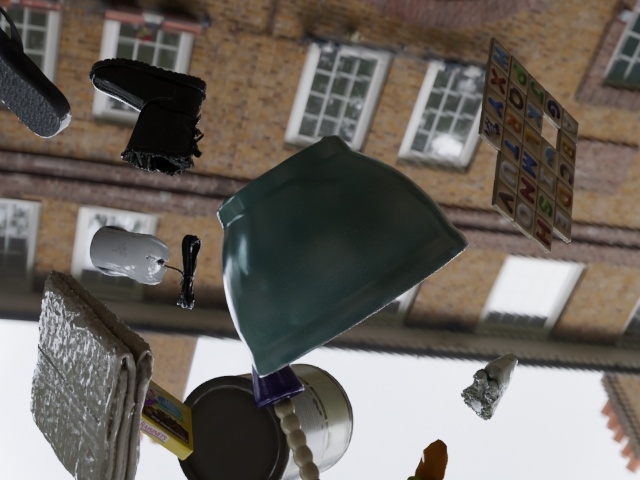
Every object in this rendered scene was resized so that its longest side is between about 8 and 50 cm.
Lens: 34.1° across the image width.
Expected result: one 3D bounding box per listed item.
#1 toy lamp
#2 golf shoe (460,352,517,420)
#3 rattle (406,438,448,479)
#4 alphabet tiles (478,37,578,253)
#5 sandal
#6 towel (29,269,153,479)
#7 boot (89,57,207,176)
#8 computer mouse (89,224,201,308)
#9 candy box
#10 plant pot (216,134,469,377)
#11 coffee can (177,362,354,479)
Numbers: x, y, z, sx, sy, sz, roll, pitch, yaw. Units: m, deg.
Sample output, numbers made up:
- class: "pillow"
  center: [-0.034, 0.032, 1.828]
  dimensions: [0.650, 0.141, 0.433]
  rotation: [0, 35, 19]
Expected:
- class: "toy lamp"
  center: [-0.030, 0.298, 1.524]
  dimensions: [0.080, 0.080, 0.275]
  rotation: [-15, -105, -36]
- class: "golf shoe"
  center: [0.293, 0.247, 1.768]
  dimensions: [0.086, 0.176, 0.069]
  rotation: [-39, -106, -21]
- class: "rattle"
  center: [0.127, 0.409, 1.750]
  dimensions: [0.199, 0.143, 0.130]
  rotation: [13, -169, -26]
- class: "alphabet tiles"
  center: [0.262, -0.111, 1.313]
  dimensions: [0.198, 0.009, 0.237]
  rotation: [36, -129, -33]
- class: "sandal"
  center: [-0.400, -0.237, 1.292]
  dimensions: [0.254, 0.097, 0.054]
  rotation: [51, -132, -9]
- class: "towel"
  center: [-0.255, 0.158, 1.146]
  dimensions: [0.049, 0.187, 0.282]
  rotation: [3, -165, -32]
- class: "boot"
  center: [-0.165, -0.115, 0.979]
  dimensions: [0.121, 0.045, 0.099]
  rotation: [11, -120, -5]
- class: "computer mouse"
  center: [-0.236, 0.030, 1.452]
  dimensions: [0.042, 0.106, 0.193]
  rotation: [7, 173, 40]
- class: "candy box"
  center: [-0.262, 0.216, 1.459]
  dimensions: [0.206, 0.027, 0.105]
  rotation: [41, -168, -25]
- class: "plant pot"
  center: [0.000, 0.000, 1.229]
  dimensions: [0.293, 0.293, 0.196]
  rotation: [-31, -91, -46]
- class: "coffee can"
  center: [-0.085, 0.313, 1.736]
  dimensions: [0.201, 0.201, 0.275]
  rotation: [34, -169, 21]
